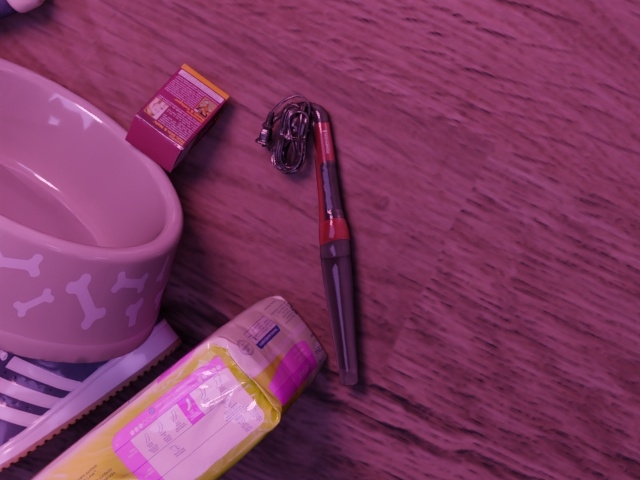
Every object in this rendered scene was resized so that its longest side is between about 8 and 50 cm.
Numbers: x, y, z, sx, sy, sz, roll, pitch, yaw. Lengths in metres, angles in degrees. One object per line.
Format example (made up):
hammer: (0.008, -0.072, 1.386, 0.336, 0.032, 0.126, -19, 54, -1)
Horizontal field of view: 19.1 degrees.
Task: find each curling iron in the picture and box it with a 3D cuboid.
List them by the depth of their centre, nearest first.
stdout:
curling iron: (0.000, 0.000, 1.761, 0.068, 0.035, 0.274, -12, 96, 16)

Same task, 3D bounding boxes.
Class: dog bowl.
dog bowl: (-0.274, -0.045, 1.652, 0.349, 0.349, 0.102, 34, 112, 3)

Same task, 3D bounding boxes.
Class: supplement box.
supplement box: (-0.130, -0.112, 1.739, 0.055, 0.083, 0.043, 37, 143, 3)

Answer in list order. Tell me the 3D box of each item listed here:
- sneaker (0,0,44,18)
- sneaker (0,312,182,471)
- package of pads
sneaker: (-0.370, -0.357, 1.721, 0.148, 0.131, 0.350, -18, 96, 8)
sneaker: (-0.286, 0.114, 1.797, 0.282, 0.099, 0.153, -34, 97, 7)
package of pads: (-0.145, 0.185, 1.718, 0.296, 0.229, 0.101, -39, 90, 14)
